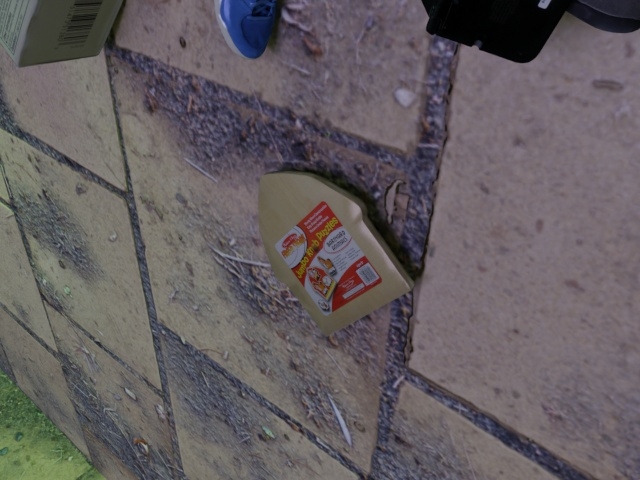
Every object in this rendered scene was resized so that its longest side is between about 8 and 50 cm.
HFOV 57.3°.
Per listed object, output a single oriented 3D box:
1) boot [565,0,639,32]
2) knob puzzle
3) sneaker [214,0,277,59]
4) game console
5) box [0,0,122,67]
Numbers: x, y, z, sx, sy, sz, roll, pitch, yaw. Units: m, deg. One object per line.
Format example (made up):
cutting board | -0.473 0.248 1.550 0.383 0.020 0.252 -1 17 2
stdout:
boot | 0.116 -0.290 0.294 0.338 0.118 0.222 60 151 8
knob puzzle | 0.000 0.000 0.659 0.213 0.030 0.213 26 132 32
sneaker | -0.051 -0.236 0.531 0.084 0.058 0.152 30 128 40
game console | 0.103 -0.183 0.341 0.107 0.071 0.122 20 153 3
box | -0.384 -0.381 0.708 0.311 0.121 0.148 53 132 4
